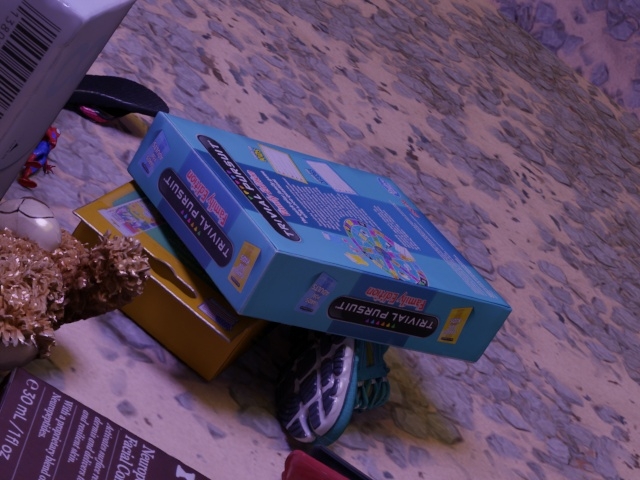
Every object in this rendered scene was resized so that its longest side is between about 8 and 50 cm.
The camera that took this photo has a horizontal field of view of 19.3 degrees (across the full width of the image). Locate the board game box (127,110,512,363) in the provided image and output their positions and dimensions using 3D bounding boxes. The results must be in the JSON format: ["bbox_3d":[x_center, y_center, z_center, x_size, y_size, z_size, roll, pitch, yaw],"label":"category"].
[{"bbox_3d":[0.000,0.000,1.923,0.336,0.079,0.254,14,25,-42],"label":"board game box"}]

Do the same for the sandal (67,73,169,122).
[{"bbox_3d":[-0.262,-0.162,2.158,0.179,0.040,0.067,8,28,-23],"label":"sandal"}]

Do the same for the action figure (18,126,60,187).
[{"bbox_3d":[-0.292,-0.093,1.981,0.030,0.038,0.115,11,28,-3],"label":"action figure"}]

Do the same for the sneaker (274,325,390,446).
[{"bbox_3d":[0.029,0.133,1.938,0.110,0.107,0.275,43,22,-11],"label":"sneaker"}]

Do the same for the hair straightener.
[{"bbox_3d":[0.078,0.253,1.763,0.230,0.047,0.089,23,15,27],"label":"hair straightener"}]

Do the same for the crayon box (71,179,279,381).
[{"bbox_3d":[-0.130,0.022,1.935,0.203,0.083,0.323,40,23,6],"label":"crayon box"}]

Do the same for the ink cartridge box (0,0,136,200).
[{"bbox_3d":[-0.259,-0.146,1.783,0.091,0.308,0.385,39,22,4],"label":"ink cartridge box"}]

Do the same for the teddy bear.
[{"bbox_3d":[-0.274,0.040,1.562,0.338,0.245,0.113,-36,110,-60],"label":"teddy bear"}]

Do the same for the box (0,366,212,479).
[{"bbox_3d":[-0.118,0.278,1.414,0.381,0.143,0.191,33,23,-13],"label":"box"}]
